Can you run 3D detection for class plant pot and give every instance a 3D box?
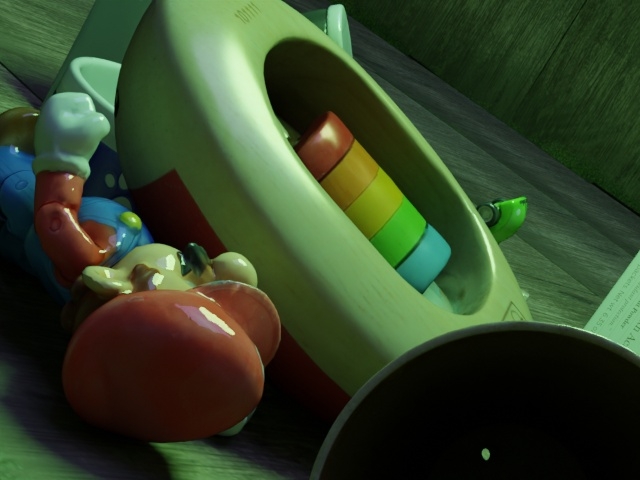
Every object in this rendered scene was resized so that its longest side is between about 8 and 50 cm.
[{"bbox_3d":[0.116,0.171,1.001,0.237,0.237,0.254,31,-2,6],"label":"plant pot"}]

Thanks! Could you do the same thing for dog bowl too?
[{"bbox_3d":[-0.136,-0.061,1.521,0.265,0.104,0.265,29,13,-7],"label":"dog bowl"}]

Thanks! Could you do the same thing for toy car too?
[{"bbox_3d":[0.082,0.010,1.481,0.239,0.225,0.053,-16,92,-71],"label":"toy car"}]

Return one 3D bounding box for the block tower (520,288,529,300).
[{"bbox_3d":[0.124,0.088,1.562,0.097,0.091,0.335,31,12,6],"label":"block tower"}]

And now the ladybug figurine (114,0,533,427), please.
[{"bbox_3d":[0.000,0.000,1.273,0.449,0.162,0.305,51,27,-7],"label":"ladybug figurine"}]

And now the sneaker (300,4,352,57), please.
[{"bbox_3d":[-0.034,-0.163,1.972,0.147,0.295,0.104,0,49,6],"label":"sneaker"}]

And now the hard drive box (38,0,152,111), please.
[{"bbox_3d":[-0.162,-0.204,1.720,0.089,0.232,0.181,36,13,26],"label":"hard drive box"}]

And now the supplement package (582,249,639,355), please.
[{"bbox_3d":[0.448,0.152,1.779,0.293,0.177,0.175,36,3,28],"label":"supplement package"}]

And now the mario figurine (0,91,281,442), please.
[{"bbox_3d":[-0.120,0.016,1.128,0.198,0.170,0.320,21,14,-42],"label":"mario figurine"}]
